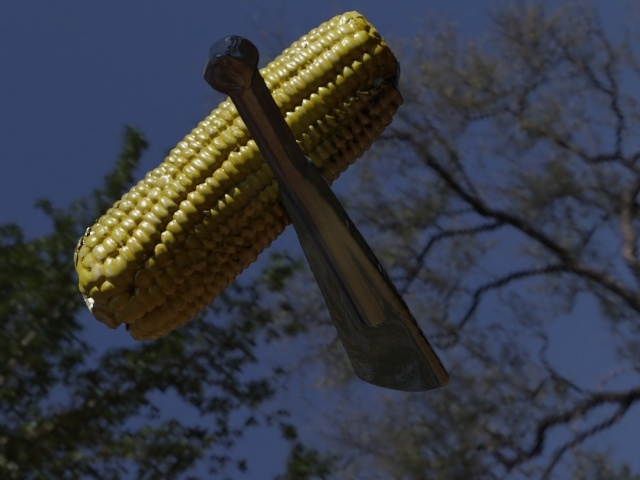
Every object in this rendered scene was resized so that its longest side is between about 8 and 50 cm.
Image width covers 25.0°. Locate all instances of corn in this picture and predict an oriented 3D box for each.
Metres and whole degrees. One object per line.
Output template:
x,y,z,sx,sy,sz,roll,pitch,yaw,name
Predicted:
-0.040,-0.032,0.729,0.203,0.072,0.072,-45,-37,-5,corn

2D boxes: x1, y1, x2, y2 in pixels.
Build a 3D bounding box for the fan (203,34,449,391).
0.000,0.000,0.721,0.282,0.057,0.023,59,-137,-46,fan
